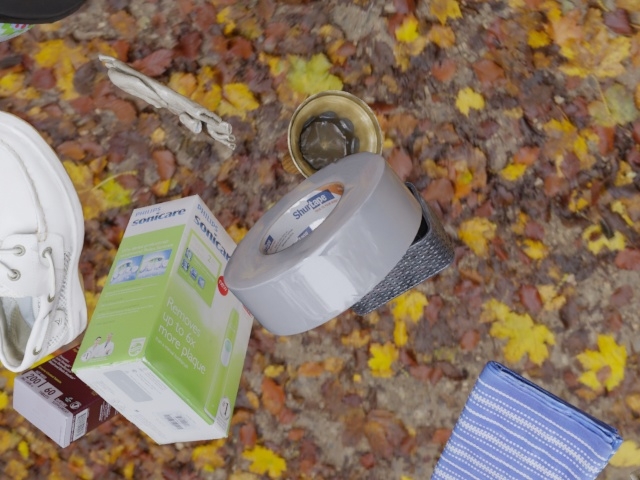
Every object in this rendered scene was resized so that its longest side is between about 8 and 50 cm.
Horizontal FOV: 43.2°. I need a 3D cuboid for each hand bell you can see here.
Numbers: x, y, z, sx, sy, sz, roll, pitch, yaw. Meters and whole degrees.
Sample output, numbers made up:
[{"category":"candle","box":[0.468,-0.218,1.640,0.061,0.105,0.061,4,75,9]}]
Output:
[{"category":"hand bell","box":[-0.015,-0.123,1.125,0.126,0.242,0.126,0,89,-17]}]

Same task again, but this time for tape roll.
[{"category":"tape roll","box":[0.000,0.000,0.879,0.219,0.219,0.072,-35,111,17]}]

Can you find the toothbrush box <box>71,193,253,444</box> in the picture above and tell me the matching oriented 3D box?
[{"category":"toothbrush box","box":[-0.202,0.112,1.143,0.122,0.283,0.206,-13,134,23]}]

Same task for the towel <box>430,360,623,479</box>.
[{"category":"towel","box":[0.338,0.377,1.383,0.243,0.040,0.336,30,130,19]}]

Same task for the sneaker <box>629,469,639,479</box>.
[{"category":"sneaker","box":[0.393,0.226,0.841,0.064,0.086,0.192,-6,135,-34]}]

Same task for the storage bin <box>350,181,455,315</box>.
[{"category":"storage bin","box":[0.094,0.013,1.208,0.180,0.122,0.084,-31,134,15]}]

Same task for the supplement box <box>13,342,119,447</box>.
[{"category":"supplement box","box":[-0.388,0.242,1.391,0.130,0.239,0.073,29,121,23]}]

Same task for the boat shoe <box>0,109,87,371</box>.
[{"category":"boat shoe","box":[-0.279,0.016,0.740,0.098,0.096,0.277,17,132,18]}]

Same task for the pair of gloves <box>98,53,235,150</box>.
[{"category":"pair of gloves","box":[-0.235,-0.214,1.271,0.204,0.240,0.042,30,92,8]}]

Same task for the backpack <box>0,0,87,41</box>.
[{"category":"backpack","box":[-0.429,-0.305,0.773,0.356,0.290,0.273,27,102,16]}]
